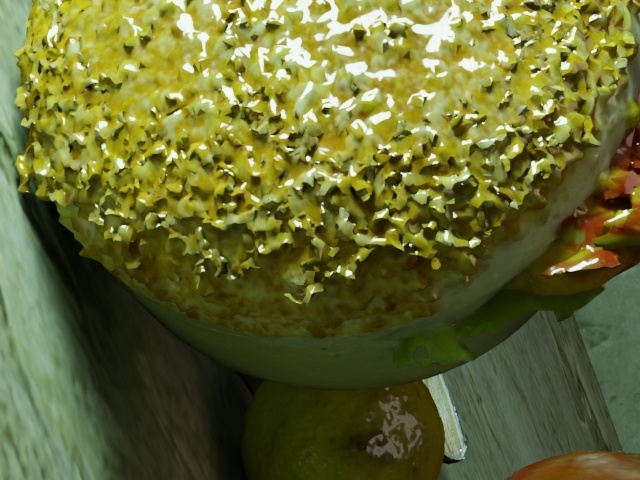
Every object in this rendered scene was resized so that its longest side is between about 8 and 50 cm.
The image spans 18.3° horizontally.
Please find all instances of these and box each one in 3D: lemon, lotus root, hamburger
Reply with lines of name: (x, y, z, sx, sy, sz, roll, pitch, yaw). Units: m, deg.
lemon: (0.012, 0.108, 1.049, 0.133, 0.109, 0.109, 40, 34, -85)
lotus root: (0.084, 0.134, 1.533, 0.037, 0.030, 0.083, -9, 79, -49)
hamburger: (0.012, -0.074, 0.879, 0.179, 0.294, 0.276, 83, 10, -61)

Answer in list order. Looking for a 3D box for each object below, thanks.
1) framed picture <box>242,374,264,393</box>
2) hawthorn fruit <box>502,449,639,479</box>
framed picture: (0.004, 0.080, 1.264, 0.289, 0.020, 0.211, 61, 16, -46)
hawthorn fruit: (0.194, 0.281, 1.238, 0.316, 0.316, 0.316, -17, 90, -78)
